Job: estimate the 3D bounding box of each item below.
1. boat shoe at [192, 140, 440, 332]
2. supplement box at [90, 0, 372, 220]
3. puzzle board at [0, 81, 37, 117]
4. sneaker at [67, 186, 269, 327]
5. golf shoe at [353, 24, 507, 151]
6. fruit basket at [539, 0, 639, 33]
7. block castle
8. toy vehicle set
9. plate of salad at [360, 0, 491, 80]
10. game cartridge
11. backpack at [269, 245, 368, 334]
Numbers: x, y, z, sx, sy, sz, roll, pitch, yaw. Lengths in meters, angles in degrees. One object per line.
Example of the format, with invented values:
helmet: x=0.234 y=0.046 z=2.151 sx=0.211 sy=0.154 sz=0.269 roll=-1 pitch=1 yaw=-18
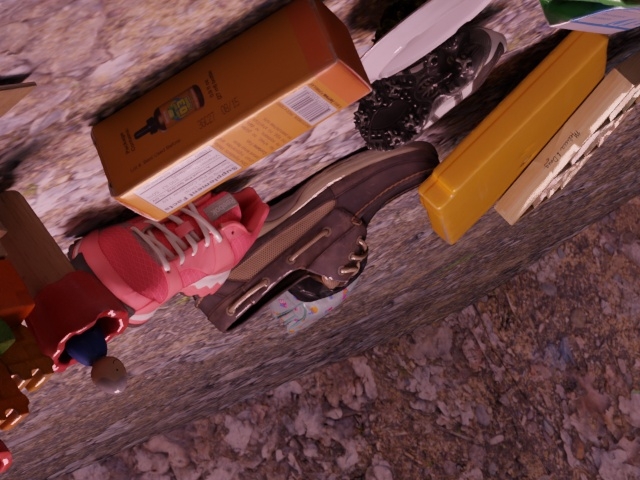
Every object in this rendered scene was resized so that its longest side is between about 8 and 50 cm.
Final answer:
boat shoe: x=0.000 y=0.000 z=2.296 sx=0.355 sy=0.130 sz=0.132 roll=-29 pitch=171 yaw=8
supplement box: x=-0.078 y=-0.111 z=1.598 sx=0.233 sy=0.078 sz=0.080 roll=-29 pitch=152 yaw=14
puzzle board: x=-0.286 y=-0.084 z=1.416 sx=0.128 sy=0.011 sz=0.096 roll=-34 pitch=170 yaw=36
sneaker: x=-0.155 y=-0.005 z=1.992 sx=0.136 sy=0.116 sz=0.314 roll=-43 pitch=172 yaw=22
golf shoe: x=0.119 y=-0.156 z=1.961 sx=0.094 sy=0.077 sz=0.198 roll=-17 pitch=167 yaw=-48
fruit basket: x=0.328 y=-0.251 z=1.467 sx=0.353 sy=0.165 sz=0.327 roll=2 pitch=-176 yaw=29
block castle: x=-0.386 y=0.138 z=1.532 sx=0.303 sy=0.213 sz=0.453 roll=-48 pitch=160 yaw=30
toy vehicle set: x=0.346 y=-0.141 z=2.444 sx=0.267 sy=0.035 sz=0.166 roll=-52 pitch=168 yaw=34
plate of salad: x=0.094 y=-0.207 z=1.707 sx=0.200 sy=0.048 sz=0.200 roll=-36 pitch=176 yaw=-3
game cartridge: x=0.237 y=-0.128 z=2.309 sx=0.285 sy=0.052 sz=0.324 roll=-45 pitch=169 yaw=-1
backpack: x=-0.021 y=0.053 z=2.581 sx=0.152 sy=0.115 sz=0.182 roll=-26 pitch=173 yaw=-26
